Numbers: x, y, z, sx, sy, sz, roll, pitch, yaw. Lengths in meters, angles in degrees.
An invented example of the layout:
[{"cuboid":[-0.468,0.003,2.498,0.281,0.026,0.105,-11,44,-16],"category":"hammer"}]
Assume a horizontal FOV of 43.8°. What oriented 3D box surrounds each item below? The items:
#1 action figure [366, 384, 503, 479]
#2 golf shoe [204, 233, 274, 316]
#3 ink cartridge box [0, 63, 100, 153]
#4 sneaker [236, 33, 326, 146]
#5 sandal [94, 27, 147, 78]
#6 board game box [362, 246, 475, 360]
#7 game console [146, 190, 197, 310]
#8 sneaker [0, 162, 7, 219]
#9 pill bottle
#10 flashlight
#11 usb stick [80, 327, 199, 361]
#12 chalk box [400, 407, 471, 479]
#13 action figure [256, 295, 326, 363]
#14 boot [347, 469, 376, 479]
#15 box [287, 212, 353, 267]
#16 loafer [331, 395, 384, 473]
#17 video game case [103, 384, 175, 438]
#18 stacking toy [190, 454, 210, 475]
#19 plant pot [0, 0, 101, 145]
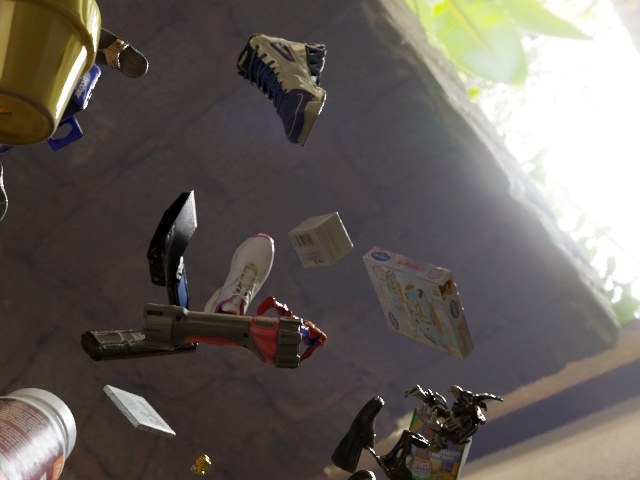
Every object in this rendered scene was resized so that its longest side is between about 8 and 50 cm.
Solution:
[{"cuboid":[0.226,0.368,1.602,0.276,0.141,0.164,-38,-175,-5],"category":"action figure"},{"cuboid":[-0.209,0.128,2.139,0.306,0.115,0.140,-61,-163,15],"category":"golf shoe"},{"cuboid":[-0.660,-0.358,1.665,0.270,0.395,0.151,-21,-137,28],"category":"ink cartridge box"},{"cuboid":[-0.092,-0.336,1.697,0.315,0.182,0.127,-90,-159,-47],"category":"sneaker"},{"cuboid":[-0.487,-0.439,1.899,0.060,0.219,0.090,26,-89,33],"category":"sandal"},{"cuboid":[0.303,0.191,2.461,0.066,0.318,0.318,-40,-143,-26],"category":"board game box"},{"cuboid":[-0.346,0.067,1.936,0.044,0.361,0.213,11,-135,9],"category":"game console"},{"cuboid":[-0.745,-0.110,1.815,0.054,0.152,0.061,0,172,-27],"category":"sneaker"},{"cuboid":[-0.621,0.428,1.501,0.224,0.224,0.392,-37,-176,7],"category":"pill bottle"},{"cuboid":[-0.189,0.188,1.552,0.103,0.304,0.103,99,-5,-74],"category":"flashlight"},{"cuboid":[-0.370,0.213,1.654,0.278,0.077,0.045,5,116,-53],"category":"usb stick"},{"cuboid":[0.244,0.505,1.765,0.132,0.132,0.213,15,-119,18],"category":"chalk box"},{"cuboid":[-0.074,0.222,1.756,0.139,0.091,0.280,-51,153,0],"category":"action figure"},{"cuboid":[0.059,0.654,1.816,0.246,0.083,0.161,-48,-151,9],"category":"boot"},{"cuboid":[0.000,0.000,1.872,0.101,0.102,0.087,-9,-158,48],"category":"box"},{"cuboid":[0.106,0.486,1.986,0.223,0.078,0.076,-62,169,20],"category":"loafer"},{"cuboid":[-0.444,0.421,1.952,0.157,0.143,0.019,36,-93,36],"category":"video game case"},{"cuboid":[-0.304,0.684,2.020,0.052,0.167,0.221,-10,-142,49],"category":"stacking toy"},{"cuboid":[-0.511,-0.301,1.332,0.254,0.254,0.238,-26,-127,40],"category":"plant pot"}]
